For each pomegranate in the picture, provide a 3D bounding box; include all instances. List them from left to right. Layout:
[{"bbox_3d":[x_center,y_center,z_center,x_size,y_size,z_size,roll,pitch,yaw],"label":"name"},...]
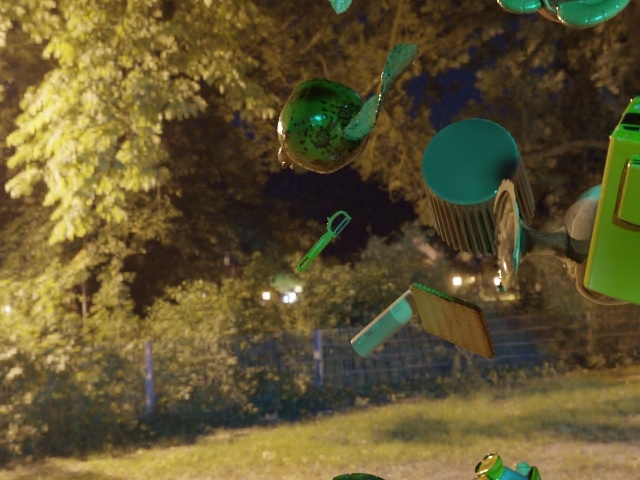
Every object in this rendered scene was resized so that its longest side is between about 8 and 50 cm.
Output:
[{"bbox_3d":[-0.014,-0.316,2.236,0.285,0.285,0.341,0,-17,-32],"label":"pomegranate"}]

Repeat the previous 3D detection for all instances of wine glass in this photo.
[{"bbox_3d":[0.490,0.001,1.377,0.323,0.238,0.238,0,-5,-1],"label":"wine glass"}]

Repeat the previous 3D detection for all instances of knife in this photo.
[{"bbox_3d":[0.000,0.000,1.995,0.212,0.054,0.015,-50,-23,21],"label":"knife"}]

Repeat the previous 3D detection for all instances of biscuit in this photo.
[{"bbox_3d":[0.345,0.205,1.968,0.029,0.172,0.254,-36,33,-24],"label":"biscuit"}]

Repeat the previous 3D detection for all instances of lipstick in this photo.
[{"bbox_3d":[0.201,0.238,2.196,0.254,0.070,0.070,-44,-22,20],"label":"lipstick"}]

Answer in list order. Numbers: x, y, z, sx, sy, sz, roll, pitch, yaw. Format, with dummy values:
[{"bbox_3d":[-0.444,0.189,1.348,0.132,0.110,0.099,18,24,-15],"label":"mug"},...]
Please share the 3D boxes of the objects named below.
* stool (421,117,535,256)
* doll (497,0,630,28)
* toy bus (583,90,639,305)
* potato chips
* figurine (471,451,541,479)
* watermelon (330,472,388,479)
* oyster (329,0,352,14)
[{"bbox_3d":[0.422,-0.147,2.054,0.297,0.297,0.330,-5,-22,17],"label":"stool"},{"bbox_3d":[0.535,-0.570,1.597,0.284,0.268,0.216,27,-22,36],"label":"doll"},{"bbox_3d":[0.441,-0.050,1.004,0.128,0.262,0.150,18,40,29],"label":"toy bus"},{"bbox_3d":[0.130,-0.318,1.635,0.059,0.228,0.167,32,36,-1],"label":"potato chips"},{"bbox_3d":[0.323,0.415,1.068,0.143,0.263,0.162,-49,-1,42],"label":"figurine"},{"bbox_3d":[0.176,0.751,2.032,0.319,0.292,0.222,9,30,33],"label":"watermelon"},{"bbox_3d":[0.066,-0.507,1.165,0.087,0.252,0.199,27,-26,2],"label":"oyster"}]
